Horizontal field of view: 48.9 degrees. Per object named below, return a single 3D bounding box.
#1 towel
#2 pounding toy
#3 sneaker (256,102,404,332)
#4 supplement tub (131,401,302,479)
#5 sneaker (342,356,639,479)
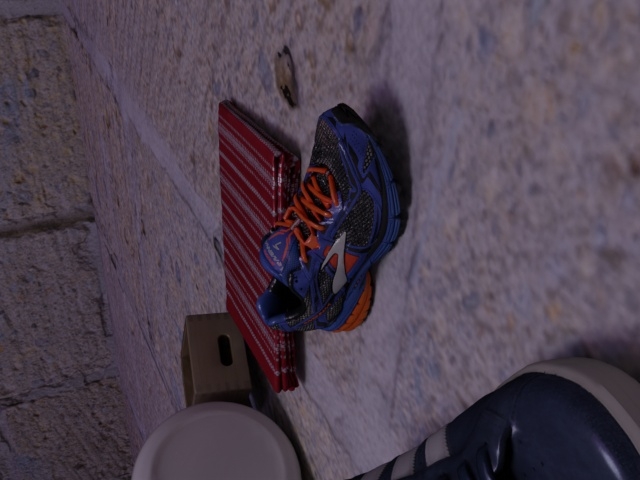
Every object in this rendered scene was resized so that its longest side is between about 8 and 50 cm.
[{"bbox_3d":[-0.069,0.005,0.762,0.199,0.031,0.274,-135,41,-55],"label":"towel"},{"bbox_3d":[-0.125,0.187,0.930,0.130,0.100,0.141,110,152,-51],"label":"pounding toy"},{"bbox_3d":[0.000,0.000,0.524,0.083,0.087,0.221,56,149,40],"label":"sneaker"},{"bbox_3d":[-0.133,0.339,0.874,0.272,0.191,0.191,105,145,-50],"label":"supplement tub"},{"bbox_3d":[0.059,0.179,0.402,0.131,0.148,0.350,66,154,26],"label":"sneaker"}]
